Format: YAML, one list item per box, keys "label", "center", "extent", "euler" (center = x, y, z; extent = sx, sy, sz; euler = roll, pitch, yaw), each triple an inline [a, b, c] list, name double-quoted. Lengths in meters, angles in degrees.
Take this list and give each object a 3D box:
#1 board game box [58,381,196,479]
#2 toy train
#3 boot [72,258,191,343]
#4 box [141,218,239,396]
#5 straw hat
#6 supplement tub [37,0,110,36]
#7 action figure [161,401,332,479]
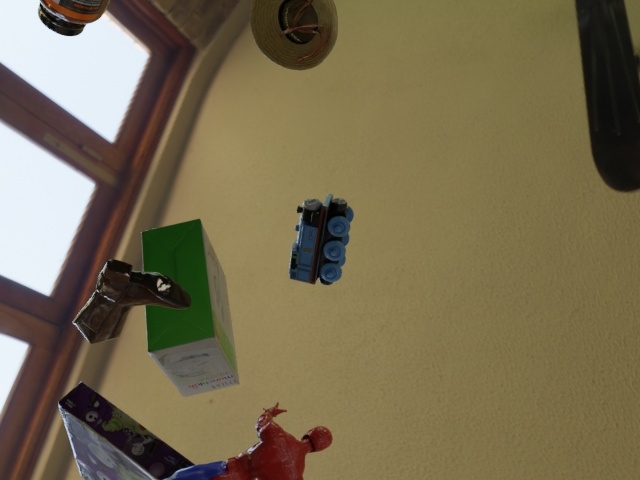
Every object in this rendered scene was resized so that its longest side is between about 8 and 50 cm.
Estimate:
- label: "board game box"
  center: [-0.191, 0.343, 0.847]
  extent: [0.346, 0.208, 0.056]
  euler: [28, -129, 19]
- label: "toy train"
  center: [0.000, 0.000, 1.215]
  extent: [0.105, 0.184, 0.080]
  euler: [11, -151, 5]
- label: "boot"
  center: [-0.215, 0.083, 0.734]
  extent: [0.114, 0.106, 0.037]
  euler: [-55, -165, 28]
- label: "box"
  center: [-0.253, 0.136, 1.260]
  extent: [0.126, 0.231, 0.262]
  euler: [-13, -124, -1]
- label: "straw hat"
  center: [-0.026, -0.315, 0.930]
  extent: [0.144, 0.061, 0.145]
  euler: [9, -70, 25]
- label: "supplement tub"
  center: [-0.341, -0.384, 0.920]
  extent: [0.198, 0.106, 0.106]
  euler: [-42, -137, 42]
- label: "action figure"
  center: [-0.117, 0.270, 0.736]
  extent: [0.280, 0.139, 0.092]
  euler: [-22, -96, -2]
